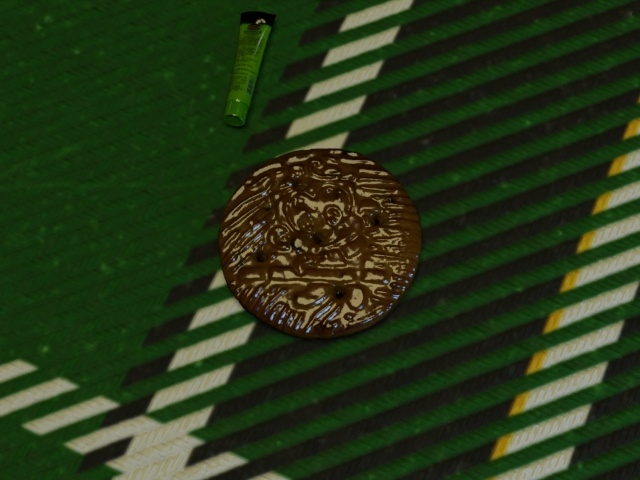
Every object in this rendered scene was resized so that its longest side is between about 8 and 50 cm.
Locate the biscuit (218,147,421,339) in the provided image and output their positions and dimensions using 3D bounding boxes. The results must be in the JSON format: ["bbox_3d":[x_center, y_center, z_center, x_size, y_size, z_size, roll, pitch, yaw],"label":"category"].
[{"bbox_3d":[0.000,-0.001,1.268,0.187,0.027,0.188,-1,67,2],"label":"biscuit"}]

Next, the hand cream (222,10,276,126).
[{"bbox_3d":[-0.071,-0.167,1.338,0.036,0.023,0.122,4,67,16],"label":"hand cream"}]
